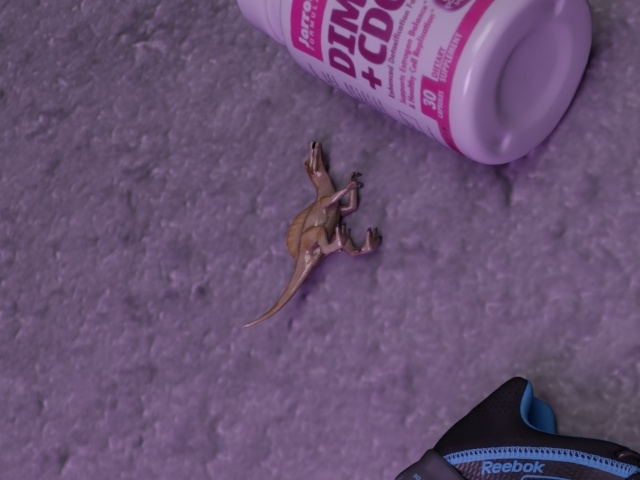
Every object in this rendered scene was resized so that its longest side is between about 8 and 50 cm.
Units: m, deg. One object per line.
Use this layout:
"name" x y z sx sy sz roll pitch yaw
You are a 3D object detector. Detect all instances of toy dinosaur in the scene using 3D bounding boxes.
"toy dinosaur" 0.000 0.000 1.165 0.092 0.053 0.183 -7 58 44

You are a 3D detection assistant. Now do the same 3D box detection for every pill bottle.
"pill bottle" 0.069 -0.188 1.127 0.283 0.160 0.160 32 87 36

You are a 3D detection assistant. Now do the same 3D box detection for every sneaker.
"sneaker" 0.194 0.204 0.894 0.140 0.125 0.341 -47 45 -10
